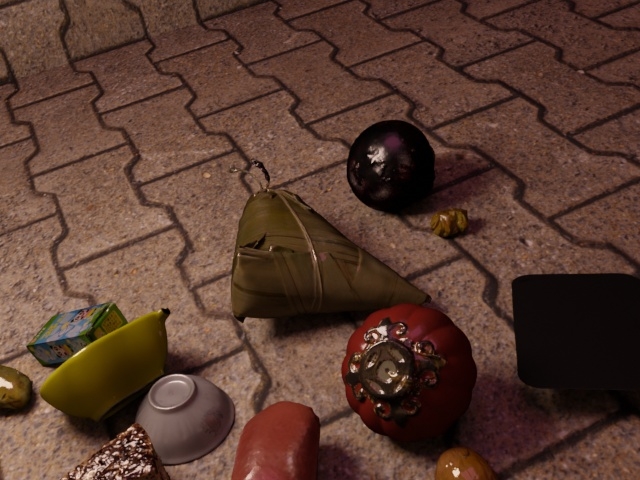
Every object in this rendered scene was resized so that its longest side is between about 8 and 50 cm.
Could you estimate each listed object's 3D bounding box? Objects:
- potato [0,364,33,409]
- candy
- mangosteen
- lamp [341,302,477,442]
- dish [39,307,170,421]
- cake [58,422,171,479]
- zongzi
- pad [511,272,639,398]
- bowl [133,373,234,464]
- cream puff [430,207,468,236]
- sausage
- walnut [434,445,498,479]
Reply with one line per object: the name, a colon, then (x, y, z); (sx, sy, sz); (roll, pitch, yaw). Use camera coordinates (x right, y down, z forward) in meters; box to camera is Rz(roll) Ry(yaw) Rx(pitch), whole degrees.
potato: (-0.637, 0.278, 1.543); (0.188, 0.085, 0.105); (7, 42, 16)
candy: (-0.480, 0.185, 1.589); (0.194, 0.062, 0.097); (-13, 31, 35)
mangosteen: (0.179, -0.171, 1.850); (0.211, 0.212, 0.249); (24, 19, 38)
lamp: (0.146, 0.216, 1.326); (0.226, 0.227, 0.227); (-7, 37, 5)
dish: (-0.368, 0.244, 1.468); (0.262, 0.221, 0.108); (-31, 80, -37)
cake: (-0.366, 0.396, 1.295); (0.245, 0.112, 0.135); (-18, 34, -4)
zongzi: (0.000, 0.000, 1.698); (0.417, 0.182, 0.447); (4, 33, -5)
pad: (0.504, 0.174, 1.436); (0.314, 0.063, 0.375); (-2, 27, 14)
bowl: (-0.253, 0.293, 1.420); (0.188, 0.086, 0.189); (-7, 36, 5)
cream puff: (0.280, -0.043, 1.749); (0.083, 0.058, 0.083); (2, 37, 20)
sausage: (-0.069, 0.359, 1.240); (0.148, 0.148, 0.254); (-7, 31, 5)
walnut: (0.222, 0.359, 1.236); (0.091, 0.052, 0.121); (-25, 36, -13)
